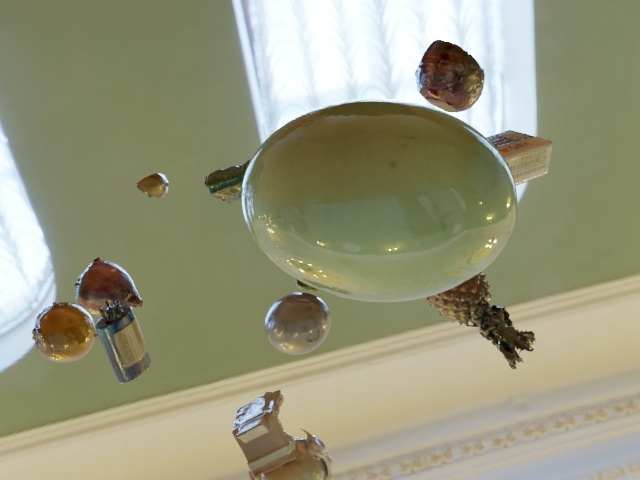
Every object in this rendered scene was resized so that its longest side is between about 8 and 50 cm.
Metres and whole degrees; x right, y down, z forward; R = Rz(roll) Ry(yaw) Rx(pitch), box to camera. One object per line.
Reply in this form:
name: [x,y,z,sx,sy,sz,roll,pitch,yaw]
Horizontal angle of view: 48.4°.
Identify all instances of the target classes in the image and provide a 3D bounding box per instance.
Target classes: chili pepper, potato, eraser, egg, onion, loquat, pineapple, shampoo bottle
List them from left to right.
loquat: [-0.563,0.201,1.569,0.141,0.141,0.141,-8,-152,4]
onion: [-0.595,0.147,2.027,0.195,0.159,0.159,23,-149,-3]
shampoo bottle: [-0.417,0.206,1.499,0.050,0.183,0.087,13,-143,40]
potato: [-0.302,-0.104,1.339,0.036,0.037,0.093,-44,172,16]
chili pepper: [-0.179,-0.184,2.016,0.271,0.136,0.099,-21,-135,25]
egg: [-0.052,0.197,1.702,0.146,0.146,0.199,-35,179,-38]
egg: [0.085,-0.053,0.973,0.389,0.276,0.276,3,-156,-17]
onion: [0.312,-0.422,1.871,0.218,0.195,0.139,21,-94,51]
pineapple: [0.399,0.177,1.847,0.175,0.175,0.361,-29,-107,-31]
eraser: [0.382,-0.173,1.590,0.287,0.086,0.130,-18,-145,-36]

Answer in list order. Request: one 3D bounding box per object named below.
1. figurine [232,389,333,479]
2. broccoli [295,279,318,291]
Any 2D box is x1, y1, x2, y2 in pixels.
figurine: [-0.070,0.415,1.361,0.163,0.236,0.141,-33,-174,11]
broccoli: [0.014,-0.014,1.850,0.235,0.259,0.288,-23,-151,-19]
